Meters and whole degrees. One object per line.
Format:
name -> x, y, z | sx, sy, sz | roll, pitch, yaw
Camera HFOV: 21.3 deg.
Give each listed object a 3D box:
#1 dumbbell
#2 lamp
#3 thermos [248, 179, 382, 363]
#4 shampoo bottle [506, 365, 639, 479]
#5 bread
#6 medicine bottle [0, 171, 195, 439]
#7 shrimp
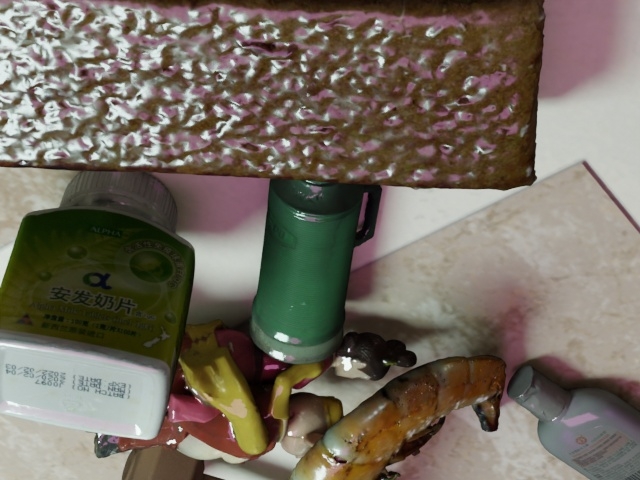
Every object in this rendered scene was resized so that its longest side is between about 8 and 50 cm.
dumbbell -> -0.057, 0.230, 1.451 | 0.231, 0.082, 0.092 | 22, 131, -13
lamp -> -0.057, 0.119, 1.328 | 0.253, 0.118, 0.118 | 2, 134, -12
thermos -> -0.003, 0.002, 1.238 | 0.083, 0.073, 0.188 | 9, 133, 0
shampoo bottle -> 0.219, 0.154, 1.375 | 0.165, 0.040, 0.080 | 34, 129, -22
bread -> -0.061, -0.124, 1.103 | 0.416, 0.113, 0.165 | 4, 134, 2
medicine bottle -> -0.159, 0.039, 1.212 | 0.132, 0.188, 0.088 | 10, 133, -3
shrimp -> 0.053, 0.186, 1.344 | 0.054, 0.222, 0.290 | 46, 139, 24
